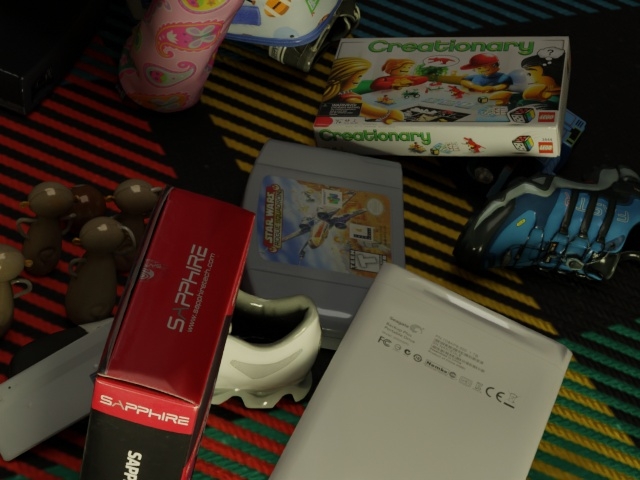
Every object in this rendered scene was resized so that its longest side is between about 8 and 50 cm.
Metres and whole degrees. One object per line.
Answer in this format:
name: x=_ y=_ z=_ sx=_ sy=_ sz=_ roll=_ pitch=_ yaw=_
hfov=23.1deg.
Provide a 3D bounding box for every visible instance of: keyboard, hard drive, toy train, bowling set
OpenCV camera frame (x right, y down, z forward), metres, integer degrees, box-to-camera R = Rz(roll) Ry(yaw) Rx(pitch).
keyboard: x=-0.219 y=0.126 z=1.559 sx=0.256 sy=0.014 sz=0.072 roll=-30 pitch=84 yaw=-1
hard drive: x=-0.383 y=-0.272 z=1.972 sx=0.172 sy=0.054 sz=0.255 roll=22 pitch=44 yaw=4
hard drive: x=0.105 y=0.196 z=1.620 sx=0.233 sy=0.047 sz=0.353 roll=26 pitch=47 yaw=4
toy train: x=0.264 y=-0.117 z=2.014 sx=0.105 sy=0.080 sz=0.184 roll=33 pitch=46 yaw=7
bowling set: x=-0.255 y=-0.016 z=1.691 sx=0.287 sy=0.154 sz=0.200 roll=-6 pitch=49 yaw=-24

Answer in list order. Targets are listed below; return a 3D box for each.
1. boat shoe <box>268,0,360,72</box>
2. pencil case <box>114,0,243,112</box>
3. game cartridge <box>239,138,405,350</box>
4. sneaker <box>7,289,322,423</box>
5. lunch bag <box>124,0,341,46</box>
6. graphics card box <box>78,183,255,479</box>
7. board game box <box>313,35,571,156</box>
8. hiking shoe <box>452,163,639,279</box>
boat shoe: x=0.013 y=-0.299 z=2.117 sx=0.070 sy=0.078 sz=0.219 roll=29 pitch=53 yaw=12
pencil case: x=-0.159 y=-0.274 z=1.885 sx=0.124 sy=0.284 sz=0.124 roll=13 pitch=53 yaw=-18
game cartridge: x=0.000 y=0.000 z=1.833 sx=0.198 sy=0.062 sz=0.297 roll=12 pitch=44 yaw=-12
sneaker: x=-0.156 y=0.099 z=1.620 sx=0.330 sy=0.146 sz=0.122 roll=-5 pitch=50 yaw=-19
lunch bag: x=-0.116 y=-0.359 z=2.058 sx=0.303 sy=0.115 sz=0.243 roll=10 pitch=49 yaw=20
graphics card box: x=-0.150 y=0.164 z=1.395 sx=0.094 sy=0.371 sz=0.233 roll=15 pitch=43 yaw=-2
board game box: x=0.158 y=-0.184 z=1.989 sx=0.305 sy=0.053 sz=0.193 roll=1 pitch=42 yaw=13
hiking shoe: x=0.302 y=-0.010 z=1.893 sx=0.304 sy=0.113 sz=0.132 roll=-16 pitch=53 yaw=-30
